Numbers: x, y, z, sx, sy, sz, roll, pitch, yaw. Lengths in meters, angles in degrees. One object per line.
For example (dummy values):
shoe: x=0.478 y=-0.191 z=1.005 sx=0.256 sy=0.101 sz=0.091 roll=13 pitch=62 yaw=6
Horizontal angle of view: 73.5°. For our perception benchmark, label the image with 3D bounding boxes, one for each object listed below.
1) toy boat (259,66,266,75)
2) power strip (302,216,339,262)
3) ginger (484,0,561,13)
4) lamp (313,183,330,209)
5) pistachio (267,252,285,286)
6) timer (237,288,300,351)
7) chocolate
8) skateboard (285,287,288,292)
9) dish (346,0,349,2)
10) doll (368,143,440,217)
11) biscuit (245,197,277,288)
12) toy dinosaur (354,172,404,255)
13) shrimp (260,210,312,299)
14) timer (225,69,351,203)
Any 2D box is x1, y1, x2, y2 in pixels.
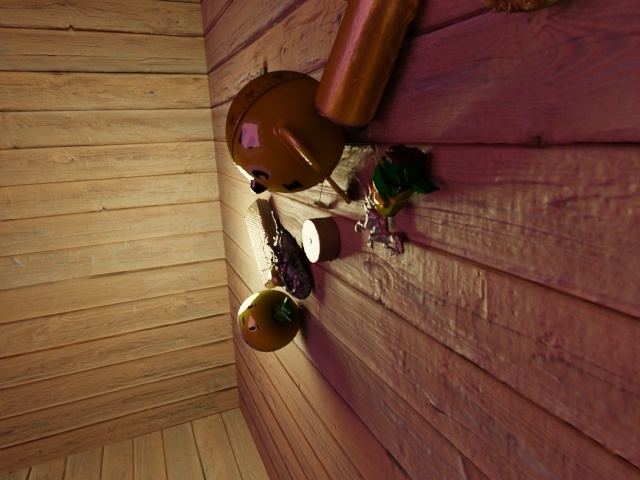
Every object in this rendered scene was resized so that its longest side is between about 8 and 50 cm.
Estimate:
toy boat: x=-0.245 y=-0.687 z=1.854 sx=0.063 sy=0.016 sz=0.115 roll=-147 pitch=53 yaw=-61
power strip: x=0.000 y=0.000 z=1.429 sx=0.154 sy=0.078 sz=0.154 roll=173 pitch=90 yaw=-67
ginger: x=0.297 y=-0.355 z=0.588 sx=0.205 sy=0.081 sz=0.115 roll=-174 pitch=89 yaw=-67
lamp: x=0.022 y=-0.197 z=1.382 sx=0.050 sy=0.056 sz=0.198 roll=43 pitch=125 yaw=58
pistachio: x=-0.160 y=0.119 z=1.799 sx=0.100 sy=0.110 sz=0.189 roll=-40 pitch=41 yaw=41
timer: x=-0.189 y=0.320 z=1.788 sx=0.285 sy=0.285 sz=0.285 roll=172 pitch=90 yaw=-67
chocolate: x=0.124 y=-0.451 z=0.910 sx=0.162 sy=0.162 sz=0.445 roll=67 pitch=149 yaw=32
skateboard: x=-0.168 y=0.193 z=1.965 sx=0.083 sy=0.032 sz=0.063 roll=49 pitch=151 yaw=48
dish: x=0.099 y=-0.603 z=0.998 sx=0.191 sy=0.066 sz=0.190 roll=171 pitch=90 yaw=-68
doll: x=0.170 y=-0.123 z=0.946 sx=0.134 sy=0.106 sz=0.186 roll=65 pitch=154 yaw=12
biscuit: x=-0.249 y=0.008 z=1.981 sx=0.144 sy=0.079 sz=0.426 roll=-41 pitch=57 yaw=39
toy dinosaur: x=0.141 y=-0.073 z=1.102 sx=0.167 sy=0.053 sz=0.242 roll=155 pitch=106 yaw=-65
shrimp: x=-0.149 y=0.063 z=1.678 sx=0.137 sy=0.172 sz=0.372 roll=-41 pitch=73 yaw=35
timer: x=-0.076 y=-0.269 z=1.192 sx=0.387 sy=0.376 sz=0.376 roll=53 pitch=147 yaw=25
